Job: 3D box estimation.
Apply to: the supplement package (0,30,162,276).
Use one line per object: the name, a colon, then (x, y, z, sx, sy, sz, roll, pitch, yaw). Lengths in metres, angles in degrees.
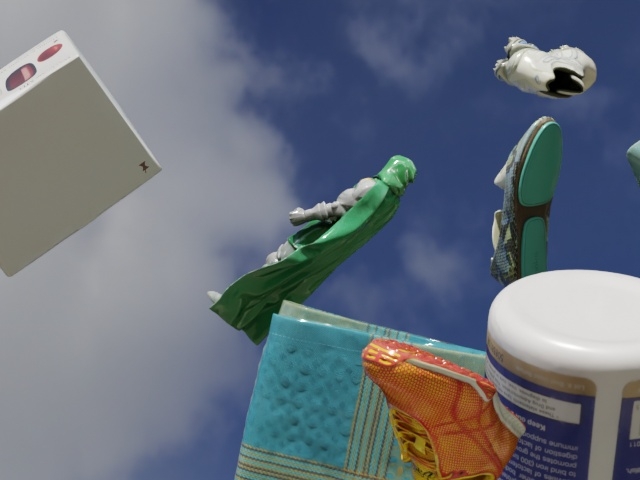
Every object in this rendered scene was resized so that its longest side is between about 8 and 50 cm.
supplement package: (-0.300, -0.099, 1.381, 0.194, 0.203, 0.149, -36, -68, -4)

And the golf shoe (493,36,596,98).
golf shoe: (0.281, -0.185, 1.527, 0.176, 0.086, 0.069, -3, -57, -45)

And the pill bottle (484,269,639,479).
pill bottle: (0.194, 0.168, 0.973, 0.153, 0.153, 0.265, 0, -68, -3)

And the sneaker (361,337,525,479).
sneaker: (0.071, 0.108, 0.759, 0.064, 0.067, 0.175, 22, -15, 39)

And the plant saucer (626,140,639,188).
plant saucer: (0.221, -0.071, 0.565, 0.192, 0.018, 0.067, -37, -43, 0)

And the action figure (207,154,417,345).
action figure: (0.000, 0.000, 1.259, 0.232, 0.063, 0.137, -39, -19, 2)

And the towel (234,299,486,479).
towel: (0.048, 0.257, 1.139, 0.271, 0.040, 0.370, 14, -85, 13)

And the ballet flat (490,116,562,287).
ballet flat: (0.205, -0.037, 1.352, 0.070, 0.070, 0.188, 5, -79, -8)
